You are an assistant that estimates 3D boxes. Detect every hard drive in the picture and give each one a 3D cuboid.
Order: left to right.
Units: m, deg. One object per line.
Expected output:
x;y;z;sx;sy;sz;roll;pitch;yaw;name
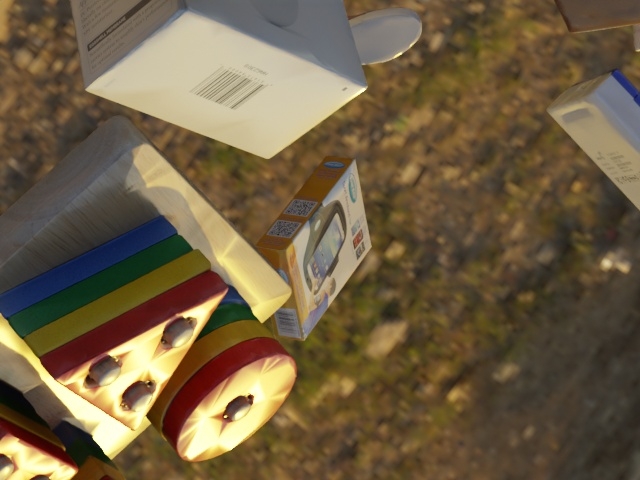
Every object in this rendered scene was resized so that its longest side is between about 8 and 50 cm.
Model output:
0.352;-0.026;1.780;0.040;0.210;0.318;-44;93;-3;hard drive

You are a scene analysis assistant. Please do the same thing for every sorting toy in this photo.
-0.134;0.089;1.057;0.255;0.089;0.257;-42;154;0;sorting toy

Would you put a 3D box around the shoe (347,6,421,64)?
0.023;-0.230;2.074;0.178;0.081;0.063;-20;132;13;shoe

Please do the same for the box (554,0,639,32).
0.285;-0.427;2.082;0.381;0.143;0.191;53;40;-43;box

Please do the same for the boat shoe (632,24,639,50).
0.519;-0.259;2.394;0.267;0.096;0.088;6;88;-21;boat shoe

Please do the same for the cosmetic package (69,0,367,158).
-0.101;-0.222;1.676;0.138;0.224;0.224;-33;145;33;cosmetic package

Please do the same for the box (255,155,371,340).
0.000;0.000;1.370;0.136;0.028;0.081;-51;140;-43;box
